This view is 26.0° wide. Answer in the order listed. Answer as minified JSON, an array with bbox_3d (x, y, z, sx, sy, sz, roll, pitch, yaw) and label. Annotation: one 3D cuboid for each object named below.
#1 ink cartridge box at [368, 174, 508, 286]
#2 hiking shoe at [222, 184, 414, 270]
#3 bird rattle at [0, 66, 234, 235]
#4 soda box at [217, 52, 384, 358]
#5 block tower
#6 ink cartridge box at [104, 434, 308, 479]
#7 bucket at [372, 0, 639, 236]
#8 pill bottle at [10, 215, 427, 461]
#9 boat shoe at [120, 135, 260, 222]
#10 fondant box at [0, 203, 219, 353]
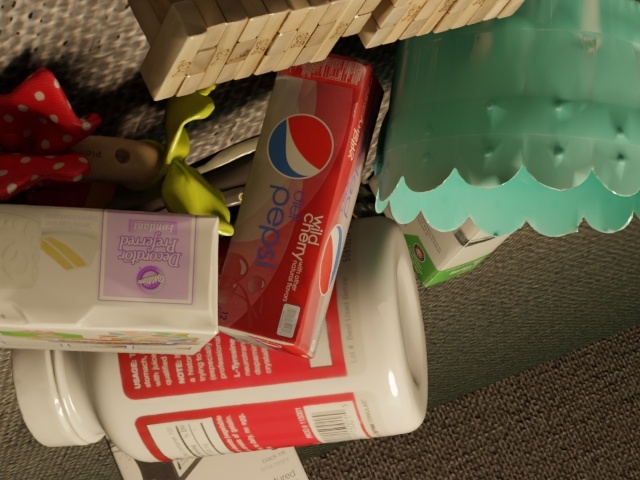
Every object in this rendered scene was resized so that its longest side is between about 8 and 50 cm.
[{"bbox_3d":[0.159,-0.063,1.589,0.087,0.153,0.208,-18,163,-29],"label":"ink cartridge box"},{"bbox_3d":[0.000,0.000,1.658,0.132,0.113,0.304,-28,155,28],"label":"hiking shoe"},{"bbox_3d":[-0.199,-0.051,1.149,0.253,0.143,0.207,-8,172,-40],"label":"bird rattle"},{"bbox_3d":[-0.018,-0.034,1.239,0.083,0.263,0.092,13,170,14],"label":"soda box"},{"bbox_3d":[0.016,-0.201,1.056,0.335,0.097,0.091,-19,162,-29],"label":"block tower"},{"bbox_3d":[-0.165,0.269,1.856,0.223,0.307,0.129,-23,162,-10],"label":"ink cartridge box"},{"bbox_3d":[0.188,-0.112,1.272,0.281,0.183,0.281,2,171,0],"label":"bucket"},{"bbox_3d":[-0.104,0.111,1.466,0.408,0.229,0.229,-8,167,11],"label":"pill bottle"},{"bbox_3d":[-0.133,-0.028,1.403,0.228,0.068,0.081,-26,164,1],"label":"boat shoe"},{"bbox_3d":[-0.214,0.040,1.170,0.238,0.096,0.330,3,173,-8],"label":"fondant box"}]
